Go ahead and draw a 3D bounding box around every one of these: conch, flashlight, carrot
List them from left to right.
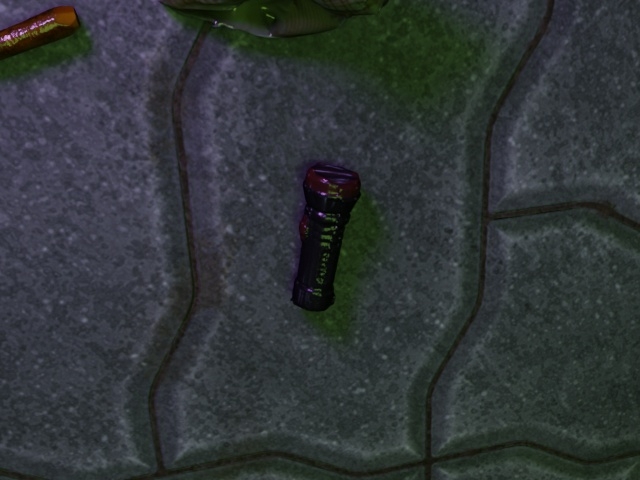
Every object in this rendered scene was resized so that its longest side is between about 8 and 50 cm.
[{"bbox_3d":[-0.397,-0.262,1.066,0.171,0.042,0.042,-22,117,-2],"label":"carrot"},{"bbox_3d":[-0.016,-0.360,1.076,0.386,0.169,0.203,3,149,24],"label":"conch"},{"bbox_3d":[0.000,0.000,1.270,0.093,0.093,0.231,4,115,-18],"label":"flashlight"}]
